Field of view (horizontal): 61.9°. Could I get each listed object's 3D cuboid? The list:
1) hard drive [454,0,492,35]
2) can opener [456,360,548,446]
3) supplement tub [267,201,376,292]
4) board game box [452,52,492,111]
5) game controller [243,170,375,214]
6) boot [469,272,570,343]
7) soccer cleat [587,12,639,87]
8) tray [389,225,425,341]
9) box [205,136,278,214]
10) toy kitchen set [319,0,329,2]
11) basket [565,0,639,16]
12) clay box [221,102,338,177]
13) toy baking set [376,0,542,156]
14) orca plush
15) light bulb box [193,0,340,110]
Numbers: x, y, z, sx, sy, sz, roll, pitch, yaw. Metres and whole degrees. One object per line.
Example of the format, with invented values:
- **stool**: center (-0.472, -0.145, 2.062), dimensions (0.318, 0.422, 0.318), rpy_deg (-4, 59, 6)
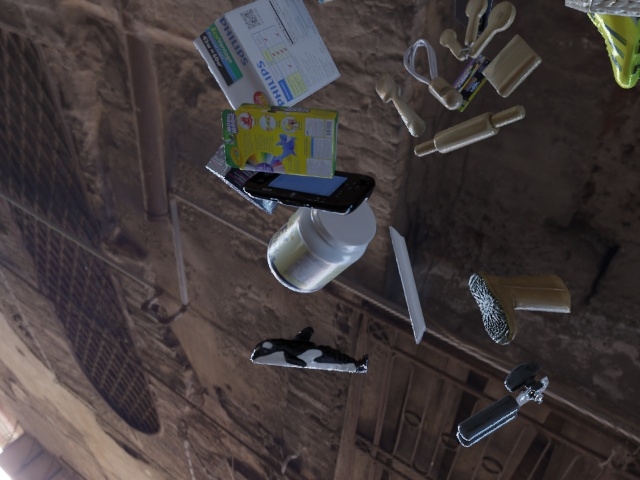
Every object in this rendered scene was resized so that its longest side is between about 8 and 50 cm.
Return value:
- **hard drive**: center (0.409, -0.689, 1.412), dimensions (0.054, 0.254, 0.172), rpy_deg (-6, -140, -3)
- **can opener**: center (0.450, 0.407, 1.325), dimensions (0.281, 0.074, 0.093), rpy_deg (-29, -133, -17)
- **supplement tub**: center (0.000, 0.000, 1.644), dimensions (0.236, 0.325, 0.235), rpy_deg (16, -124, -24)
- **board game box**: center (0.476, -0.508, 1.700), dimensions (0.048, 0.170, 0.141), rpy_deg (30, -154, -11)
- **game controller**: center (-0.031, -0.133, 1.313), dimensions (0.319, 0.067, 0.166), rpy_deg (11, -152, 27)
- **boot**: center (0.567, 0.176, 1.451), dimensions (0.270, 0.089, 0.236), rpy_deg (5, -133, -17)
- **soccer cleat**: center (0.663, -0.485, 1.191), dimensions (0.121, 0.288, 0.094), rpy_deg (3, -165, 44)
- **tray**: center (0.209, 0.106, 1.262), dimensions (0.030, 0.145, 0.270), rpy_deg (-14, -105, 8)
- **box**: center (-0.254, -0.229, 1.899), dimensions (0.142, 0.247, 0.163), rpy_deg (-53, -137, -4)
- **toy kitchen set**: center (-0.083, -0.648, 1.240), dimensions (0.166, 0.122, 0.207), rpy_deg (-26, -119, -22)
- **basket**: center (0.448, -0.376, 0.755), dimensions (0.168, 0.103, 0.113), rpy_deg (5, -150, 0)
- **clay box**: center (-0.080, -0.200, 1.058), dimensions (0.222, 0.127, 0.053), rpy_deg (8, -147, 8)
- **toy baking set**: center (0.177, -0.212, 0.724), dimensions (0.030, 0.256, 0.196), rpy_deg (13, -112, -37)
- **orca plush**: center (-0.023, 0.265, 1.329), dimensions (0.288, 0.151, 0.102), rpy_deg (3, -103, 12)
- **light bulb box**: center (-0.181, -0.642, 1.886), dimensions (0.225, 0.357, 0.361), rpy_deg (-12, -157, 49)
